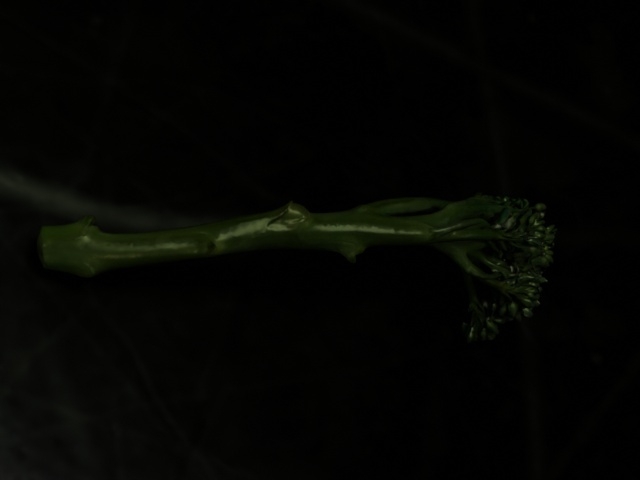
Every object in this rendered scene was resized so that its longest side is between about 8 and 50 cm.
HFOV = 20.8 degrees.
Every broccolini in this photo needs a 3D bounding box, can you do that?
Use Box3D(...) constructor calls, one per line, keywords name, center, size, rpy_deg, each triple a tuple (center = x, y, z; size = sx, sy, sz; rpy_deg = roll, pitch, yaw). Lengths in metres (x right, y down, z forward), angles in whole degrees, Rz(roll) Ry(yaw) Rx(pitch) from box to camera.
Box3D(name="broccolini", center=(0.004, -0.003, 0.576), size=(0.194, 0.052, 0.054), rpy_deg=(6, 61, -28))
